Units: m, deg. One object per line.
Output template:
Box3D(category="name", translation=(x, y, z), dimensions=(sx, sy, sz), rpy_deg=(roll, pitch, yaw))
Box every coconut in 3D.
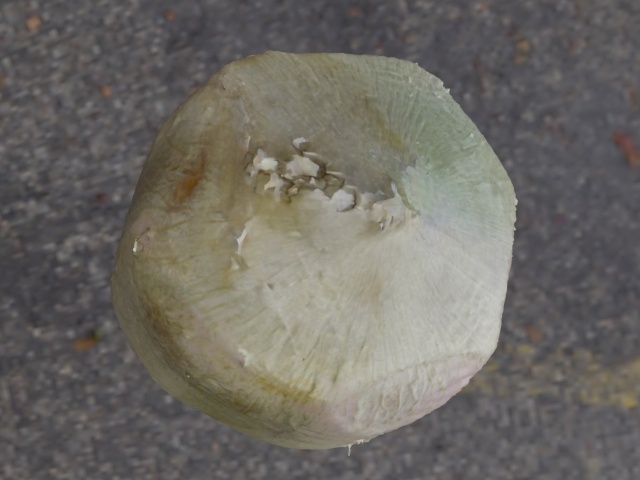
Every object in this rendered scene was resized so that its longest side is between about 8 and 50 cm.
Box3D(category="coconut", translation=(-0.002, 0.003, 0.785), dimensions=(0.194, 0.194, 0.194), rpy_deg=(18, 66, -45))
